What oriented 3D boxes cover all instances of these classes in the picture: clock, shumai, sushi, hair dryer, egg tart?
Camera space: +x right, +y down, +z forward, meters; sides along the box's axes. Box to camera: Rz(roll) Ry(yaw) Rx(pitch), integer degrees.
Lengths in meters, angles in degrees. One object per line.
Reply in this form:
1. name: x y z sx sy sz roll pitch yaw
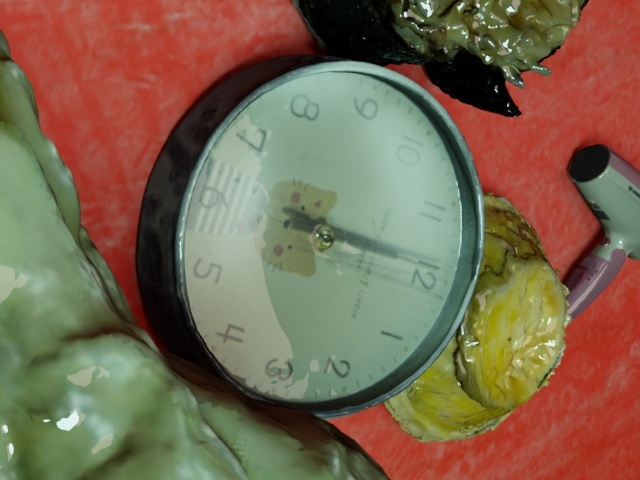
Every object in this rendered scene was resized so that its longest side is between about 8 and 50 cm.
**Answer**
1. clock: 0.000 0.000 0.986 0.226 0.049 0.226 -5 100 -29
2. shumai: -0.159 0.080 0.714 0.324 0.397 0.323 -27 97 -9
3. sushi: 0.085 -0.154 1.016 0.212 0.115 0.147 -1 101 -45
4. hair dryer: 0.204 0.015 1.225 0.106 0.054 0.154 35 80 -39
5. egg tart: 0.112 0.057 1.128 0.191 0.074 0.191 -13 109 -44
